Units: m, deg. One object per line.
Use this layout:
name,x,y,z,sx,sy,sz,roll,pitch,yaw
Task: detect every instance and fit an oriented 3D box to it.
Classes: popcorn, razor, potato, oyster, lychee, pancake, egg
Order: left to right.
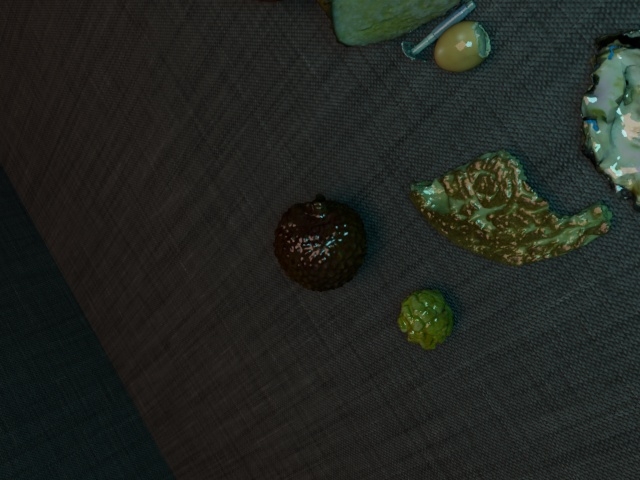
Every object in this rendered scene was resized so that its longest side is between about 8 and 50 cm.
lychee,0.000,0.000,1.302,0.200,0.200,0.238,28,137,32
potato,0.094,-0.500,1.015,0.301,0.288,0.237,120,139,-68
popcorn,0.201,0.148,1.230,0.116,0.120,0.106,-55,34,31
razor,0.209,-0.361,1.085,0.135,0.068,0.040,-34,84,32
egg,0.232,-0.320,1.052,0.096,0.080,0.080,-8,100,39
pancake,0.311,-0.064,1.098,0.376,0.054,0.197,20,119,33
oyster,0.459,-0.177,0.903,0.260,0.092,0.198,54,133,1
